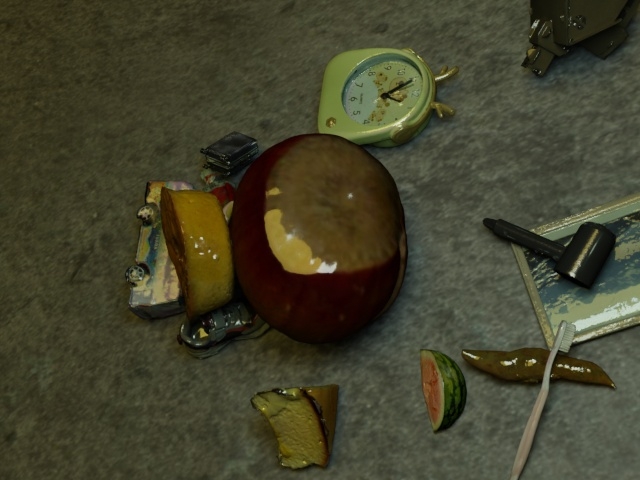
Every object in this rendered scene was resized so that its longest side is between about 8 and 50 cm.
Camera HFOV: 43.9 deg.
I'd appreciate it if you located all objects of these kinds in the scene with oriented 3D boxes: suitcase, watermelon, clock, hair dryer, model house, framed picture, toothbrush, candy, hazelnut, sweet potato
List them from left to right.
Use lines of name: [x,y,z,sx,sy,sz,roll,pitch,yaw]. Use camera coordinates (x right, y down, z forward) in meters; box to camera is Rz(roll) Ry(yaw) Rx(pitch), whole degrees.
candy: [-0.221,-0.056,1.811,0.086,0.059,0.292,-24,60,10]
suitcase: [-0.208,-0.203,1.844,0.086,0.059,0.126,24,44,28]
hazelnut: [0.000,0.000,1.551,0.359,0.359,0.409,-7,69,20]
clock: [0.152,-0.310,1.749,0.308,0.096,0.235,-1,66,22]
watermelon: [0.239,0.271,1.486,0.069,0.087,0.163,2,65,-17]
sweet potato: [0.391,0.227,1.430,0.274,0.067,0.067,5,70,20]
toothbrush: [0.386,0.287,1.386,0.030,0.025,0.307,18,92,4]
hair dryer: [0.423,-0.006,1.502,0.248,0.070,0.114,28,81,38]
model house: [0.514,-0.440,1.616,0.243,0.204,0.211,-60,14,15]
framed picture: [0.547,0.044,1.470,0.335,0.022,0.247,-20,62,13]

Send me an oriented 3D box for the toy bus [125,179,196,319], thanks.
toy bus: [-0.352,0.020,1.810,0.138,0.112,0.317,-3,68,12]

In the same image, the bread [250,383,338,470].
bread: [-0.046,0.340,1.503,0.140,0.160,0.169,-6,65,20]

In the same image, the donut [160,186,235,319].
donut: [-0.248,0.020,1.614,0.108,0.277,0.277,-10,59,-18]

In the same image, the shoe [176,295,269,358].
shoe: [-0.211,0.165,1.673,0.227,0.125,0.099,-28,57,11]

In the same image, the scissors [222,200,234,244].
scissors: [-0.128,-0.088,1.780,0.160,0.024,0.317,21,64,-2]
